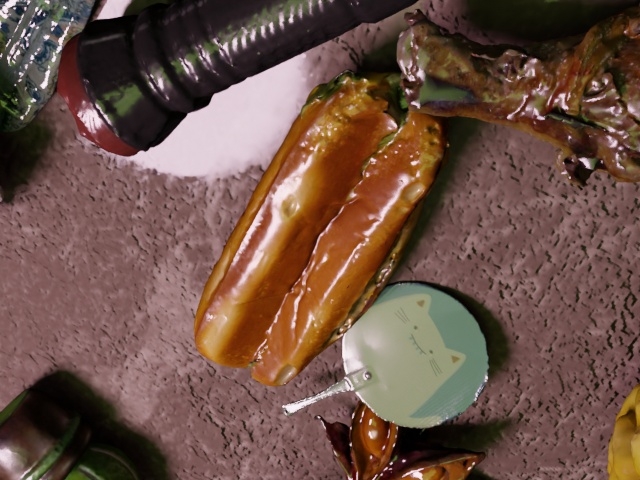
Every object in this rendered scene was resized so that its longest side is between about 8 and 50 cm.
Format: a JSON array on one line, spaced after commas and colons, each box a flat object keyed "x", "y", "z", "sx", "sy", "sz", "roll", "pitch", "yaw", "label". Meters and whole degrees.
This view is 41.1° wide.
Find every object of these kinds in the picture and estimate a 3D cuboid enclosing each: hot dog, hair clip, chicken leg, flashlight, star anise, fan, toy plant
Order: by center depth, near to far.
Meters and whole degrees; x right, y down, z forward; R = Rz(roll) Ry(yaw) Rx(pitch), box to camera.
[{"x": 0.146, "y": -0.085, "z": 0.486, "sx": 0.196, "sy": 0.080, "sz": 0.125, "roll": -7, "pitch": 115, "yaw": 17, "label": "chicken leg"}, {"x": -0.047, "y": -0.130, "z": 0.518, "sx": 0.231, "sy": 0.093, "sz": 0.093, "roll": -21, "pitch": 113, "yaw": 20, "label": "flashlight"}, {"x": -0.183, "y": -0.153, "z": 0.566, "sx": 0.066, "sy": 0.036, "sz": 0.229, "roll": 42, "pitch": 129, "yaw": -7, "label": "hair clip"}, {"x": 0.000, "y": 0.000, "z": 0.585, "sx": 0.115, "sy": 0.072, "sz": 0.269, "roll": 32, "pitch": 123, "yaw": -4, "label": "hot dog"}, {"x": 0.043, "y": 0.099, "z": 0.648, "sx": 0.175, "sy": 0.005, "sz": 0.113, "roll": -28, "pitch": 92, "yaw": 21, "label": "fan"}, {"x": 0.074, "y": 0.198, "z": 0.695, "sx": 0.156, "sy": 0.053, "sz": 0.213, "roll": 5, "pitch": 118, "yaw": 18, "label": "star anise"}, {"x": -0.226, "y": 0.211, "z": 0.769, "sx": 0.092, "sy": 0.093, "sz": 0.162, "roll": -34, "pitch": 106, "yaw": 30, "label": "toy plant"}]

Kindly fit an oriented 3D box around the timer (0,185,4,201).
[{"x": -0.380, "y": -0.061, "z": 0.576, "sx": 0.315, "sy": 0.291, "sz": 0.291, "roll": 17, "pitch": 127, "yaw": -22, "label": "timer"}]

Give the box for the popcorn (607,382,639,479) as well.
[{"x": 0.299, "y": 0.172, "z": 0.559, "sx": 0.203, "sy": 0.226, "sz": 0.200, "roll": -22, "pitch": 158, "yaw": -13, "label": "popcorn"}]
